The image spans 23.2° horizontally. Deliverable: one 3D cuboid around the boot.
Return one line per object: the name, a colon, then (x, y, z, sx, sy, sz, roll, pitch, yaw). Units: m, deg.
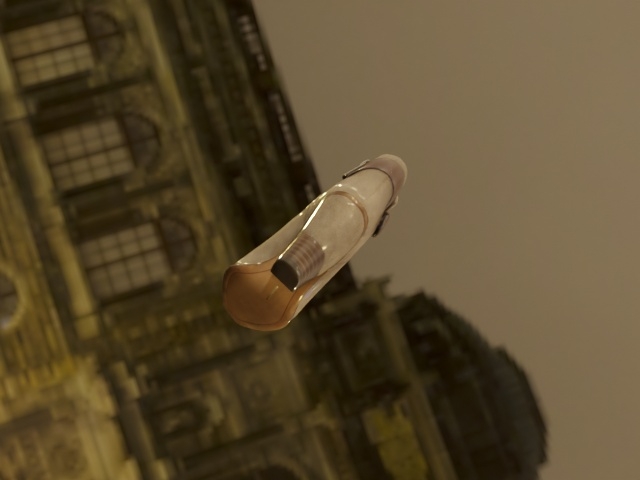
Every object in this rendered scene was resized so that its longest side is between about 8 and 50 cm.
boot: (0.000, 0.000, 0.805, 0.042, 0.087, 0.118, 49, -27, -5)
